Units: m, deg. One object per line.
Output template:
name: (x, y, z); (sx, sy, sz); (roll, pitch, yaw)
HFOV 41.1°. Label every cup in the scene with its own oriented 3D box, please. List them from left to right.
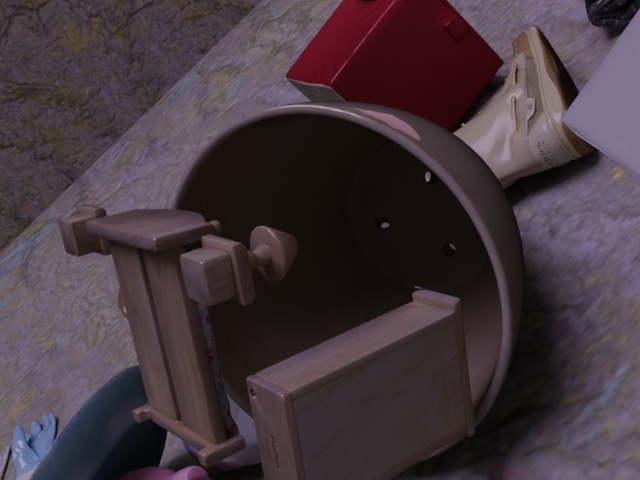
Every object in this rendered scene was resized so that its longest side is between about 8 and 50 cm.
cup: (0.055, 0.009, 0.819); (0.331, 0.331, 0.237); (-24, 7, 35)

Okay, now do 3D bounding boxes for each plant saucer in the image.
plant saucer: (-0.243, 0.286, 0.904); (0.317, 0.043, 0.318); (23, -90, -81)

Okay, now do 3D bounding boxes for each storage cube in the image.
storage cube: (0.102, -0.240, 1.210); (0.193, 0.215, 0.183); (-52, 26, -3)

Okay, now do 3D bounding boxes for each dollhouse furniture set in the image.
dollhouse furniture set: (-0.054, 0.114, 0.749); (0.173, 0.303, 0.355); (-20, 19, -33)

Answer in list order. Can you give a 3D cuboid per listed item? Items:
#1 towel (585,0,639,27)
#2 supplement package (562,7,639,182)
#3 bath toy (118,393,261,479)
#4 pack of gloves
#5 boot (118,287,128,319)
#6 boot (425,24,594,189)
towel: (0.447, -0.407, 1.067); (0.283, 0.121, 0.235); (-28, 28, 33)
supplement package: (0.356, -0.146, 0.624); (0.293, 0.177, 0.175); (-57, 21, 18)
bath toy: (-0.156, 0.292, 0.860); (0.129, 0.151, 0.348); (-51, 8, 46)
pack of gloves: (-0.501, 0.371, 1.333); (0.195, 0.046, 0.232); (-40, 25, 6)
boot: (-0.179, 0.070, 1.246); (0.220, 0.109, 0.283); (-44, 27, 2)
boot: (0.209, -0.141, 1.032); (0.203, 0.095, 0.262); (-32, 32, 26)
